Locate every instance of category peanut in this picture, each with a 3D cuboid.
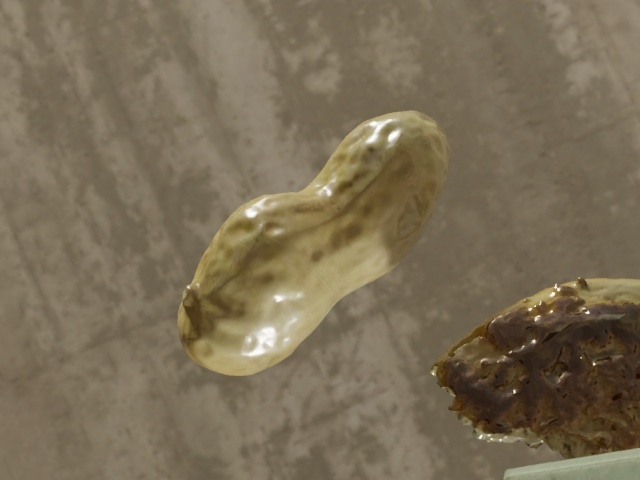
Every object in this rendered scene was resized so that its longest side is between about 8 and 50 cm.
[{"bbox_3d":[0.000,0.000,0.970,0.101,0.263,0.117,46,-13,32],"label":"peanut"}]

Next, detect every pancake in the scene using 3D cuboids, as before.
[{"bbox_3d":[0.240,0.135,0.954,0.244,0.266,0.057,61,-16,15],"label":"pancake"}]

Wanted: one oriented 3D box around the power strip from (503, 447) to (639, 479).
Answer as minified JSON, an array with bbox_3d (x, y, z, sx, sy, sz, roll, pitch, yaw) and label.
[{"bbox_3d":[0.152,0.100,0.450,0.272,0.078,0.052,-31,-134,61],"label":"power strip"}]
